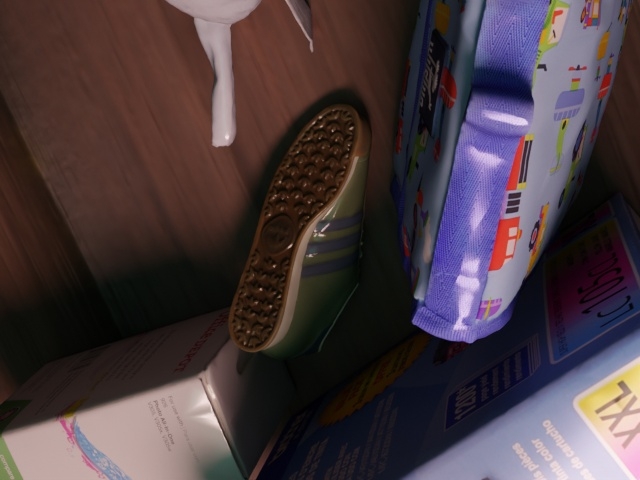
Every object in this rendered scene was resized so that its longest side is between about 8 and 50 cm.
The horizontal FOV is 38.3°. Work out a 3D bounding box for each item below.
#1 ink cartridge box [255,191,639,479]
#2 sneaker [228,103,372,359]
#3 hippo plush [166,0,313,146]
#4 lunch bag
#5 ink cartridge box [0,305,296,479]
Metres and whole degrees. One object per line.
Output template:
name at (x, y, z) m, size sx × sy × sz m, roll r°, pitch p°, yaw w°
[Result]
ink cartridge box at (0.086, 0.162, 0.613) m, size 0.395 × 0.270 × 0.151 m, roll -39°, pitch 94°, yaw 19°
sneaker at (0.000, 0.000, 0.694) m, size 0.064 × 0.086 × 0.192 m, roll 17°, pitch 82°, yaw 37°
hippo plush at (-0.111, -0.271, 0.591) m, size 0.236 × 0.234 × 0.294 m, roll 26°, pitch 153°, yaw 21°
lunch bag at (0.107, -0.086, 0.521) m, size 0.138 × 0.293 × 0.221 m, roll 13°, pitch 108°, yaw 7°
ink cartridge box at (-0.143, 0.136, 0.713) m, size 0.212 × 0.154 × 0.093 m, roll -20°, pitch 101°, yaw 16°
